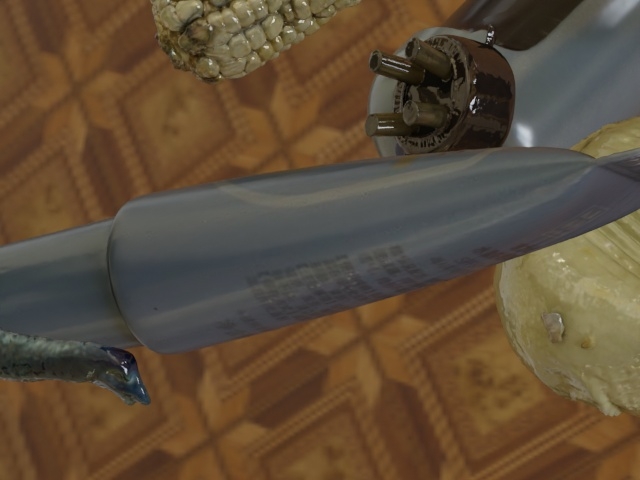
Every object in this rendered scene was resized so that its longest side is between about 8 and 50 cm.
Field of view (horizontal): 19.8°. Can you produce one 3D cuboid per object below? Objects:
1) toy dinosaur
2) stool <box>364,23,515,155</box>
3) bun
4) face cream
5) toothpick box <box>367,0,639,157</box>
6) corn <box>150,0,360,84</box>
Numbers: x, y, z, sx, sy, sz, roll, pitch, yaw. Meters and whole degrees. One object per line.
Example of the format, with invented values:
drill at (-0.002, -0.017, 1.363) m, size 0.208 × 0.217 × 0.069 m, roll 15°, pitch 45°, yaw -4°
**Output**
toy dinosaur at (-0.231, 0.021, 0.874) m, size 0.363 × 0.076 × 0.147 m, roll 31°, pitch 135°, yaw 19°
stool at (0.106, -0.107, 1.751) m, size 0.125 × 0.121 × 0.217 m, roll 39°, pitch 117°, yaw 52°
bun at (0.250, 0.026, 1.315) m, size 0.259 × 0.160 × 0.259 m, roll -2°, pitch 51°, yaw 3°
face cream at (0.000, 0.000, 0.938) m, size 0.385 × 0.135 × 0.086 m, roll -12°, pitch 82°, yaw 24°
toothpick box at (0.209, -0.148, 1.957) m, size 0.263 × 0.263 × 0.354 m, roll 26°, pitch 56°, yaw 36°
corn at (-0.006, -0.170, 1.112) m, size 0.211 × 0.087 × 0.087 m, roll -30°, pitch 65°, yaw 0°
